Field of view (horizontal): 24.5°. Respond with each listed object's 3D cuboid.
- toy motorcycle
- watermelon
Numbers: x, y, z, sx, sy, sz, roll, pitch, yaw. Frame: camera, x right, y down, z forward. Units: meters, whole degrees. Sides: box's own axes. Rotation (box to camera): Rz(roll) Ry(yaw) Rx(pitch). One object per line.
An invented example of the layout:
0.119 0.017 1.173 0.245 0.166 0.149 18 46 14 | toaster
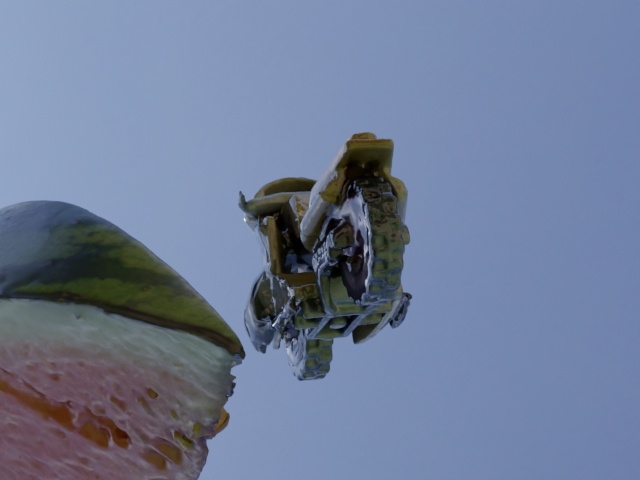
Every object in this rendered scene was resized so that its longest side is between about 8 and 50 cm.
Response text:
0.001 0.000 0.876 0.094 0.229 0.129 -1 -110 -14 | toy motorcycle
-0.101 0.059 0.492 0.119 0.245 0.063 44 -134 2 | watermelon
